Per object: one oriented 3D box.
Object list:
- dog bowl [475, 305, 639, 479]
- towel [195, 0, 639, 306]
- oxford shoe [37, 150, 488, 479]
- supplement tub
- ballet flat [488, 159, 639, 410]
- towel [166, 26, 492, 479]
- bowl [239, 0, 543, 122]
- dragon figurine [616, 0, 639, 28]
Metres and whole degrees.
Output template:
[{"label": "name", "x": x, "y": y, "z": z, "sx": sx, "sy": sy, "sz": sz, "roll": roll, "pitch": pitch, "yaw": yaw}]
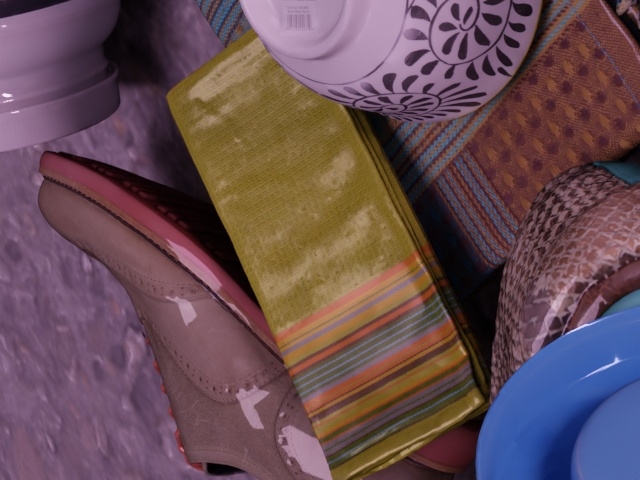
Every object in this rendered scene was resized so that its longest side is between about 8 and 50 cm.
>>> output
[{"label": "dog bowl", "x": 0.208, "y": 0.095, "z": 0.689, "sx": 0.297, "sy": 0.166, "sz": 0.074, "roll": -4, "pitch": 126, "yaw": 11}, {"label": "towel", "x": 0.018, "y": -0.159, "z": 0.978, "sx": 0.370, "sy": 0.040, "sz": 0.271, "roll": 58, "pitch": 144, "yaw": 12}, {"label": "oxford shoe", "x": -0.065, "y": 0.062, "z": 1.085, "sx": 0.348, "sy": 0.123, "sz": 0.130, "roll": 37, "pitch": 103, "yaw": 37}, {"label": "supplement tub", "x": -0.224, "y": -0.199, "z": 1.136, "sx": 0.191, "sy": 0.191, "sz": 0.272, "roll": 12, "pitch": 116, "yaw": 49}, {"label": "ballet flat", "x": 0.136, "y": 0.188, "z": 0.915, "sx": 0.182, "sy": 0.164, "sz": 0.482, "roll": -114, "pitch": 23, "yaw": -67}, {"label": "towel", "x": 0.000, "y": 0.000, "z": 0.976, "sx": 0.102, "sy": 0.021, "sz": 0.237, "roll": -33, "pitch": 72, "yaw": 24}, {"label": "bowl", "x": 0.012, "y": -0.128, "z": 0.886, "sx": 0.170, "sy": 0.080, "sz": 0.170, "roll": 18, "pitch": 117, "yaw": 40}, {"label": "dragon figurine", "x": 0.197, "y": -0.103, "z": 0.728, "sx": 0.144, "sy": 0.085, "sz": 0.289, "roll": -22, "pitch": 94, "yaw": 52}]
